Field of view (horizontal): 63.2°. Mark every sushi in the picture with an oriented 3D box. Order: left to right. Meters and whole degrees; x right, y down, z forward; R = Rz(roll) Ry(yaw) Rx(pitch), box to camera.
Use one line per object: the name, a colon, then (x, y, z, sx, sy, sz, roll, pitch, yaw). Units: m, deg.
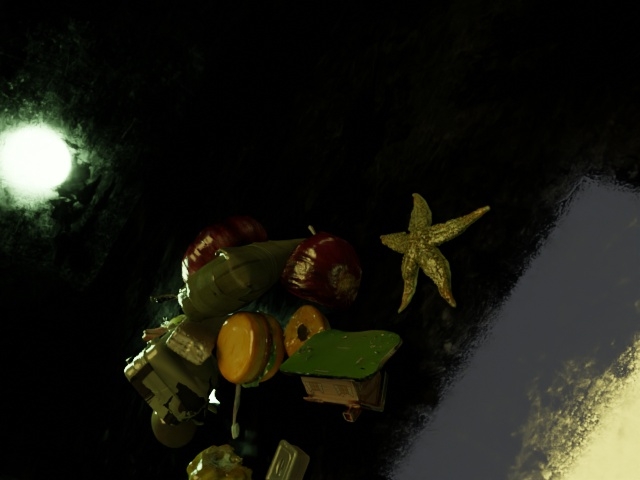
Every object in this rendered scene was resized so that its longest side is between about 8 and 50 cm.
sushi: (-0.642, 0.387, 2.242, 0.084, 0.094, 0.098, -9, 61, 48)

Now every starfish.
starfish: (0.251, 0.022, 1.350, 0.358, 0.078, 0.347, 2, 72, 53)

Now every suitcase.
suitcase: (-0.453, 0.457, 1.756, 0.194, 0.339, 0.351, -38, 3, 5)

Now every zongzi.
zongzi: (-0.282, 0.134, 1.713, 0.447, 0.418, 0.181, -29, 86, 37)

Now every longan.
longan: (-0.514, 0.636, 1.847, 0.189, 0.189, 0.189, -31, 45, 38)

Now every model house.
model house: (0.073, 0.345, 1.335, 0.294, 0.154, 0.207, -7, 19, 41)

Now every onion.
onion: (-0.318, 0.081, 1.874, 0.285, 0.347, 0.347, 46, 110, 16)
onion: (0.000, 0.076, 1.525, 0.216, 0.207, 0.206, 16, 84, 49)

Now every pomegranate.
pomegranate: (-0.562, 0.388, 2.004, 0.214, 0.248, 0.214, -28, 53, 45)

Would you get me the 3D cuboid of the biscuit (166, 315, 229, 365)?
biscuit: (-0.405, 0.307, 1.787, 0.078, 0.144, 0.426, -56, 4, 5)

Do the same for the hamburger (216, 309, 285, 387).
hamburger: (-0.208, 0.341, 1.642, 0.246, 0.170, 0.246, -15, 70, 47)

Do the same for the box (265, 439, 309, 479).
box: (-0.086, 0.611, 1.397, 0.089, 0.062, 0.122, 11, 78, 54)

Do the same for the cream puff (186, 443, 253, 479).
cream puff: (-0.310, 0.721, 1.525, 0.221, 0.195, 0.194, 21, 85, 60)

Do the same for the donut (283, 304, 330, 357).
donut: (-0.034, 0.282, 1.551, 0.162, 0.065, 0.178, -40, 39, 23)

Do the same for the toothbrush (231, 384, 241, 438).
toothbrush: (-0.279, 0.525, 1.742, 0.027, 0.021, 0.269, -25, 48, 25)

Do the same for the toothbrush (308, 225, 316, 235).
toothbrush: (-0.001, 0.002, 1.736, 0.017, 0.014, 0.194, -55, 35, 12)
